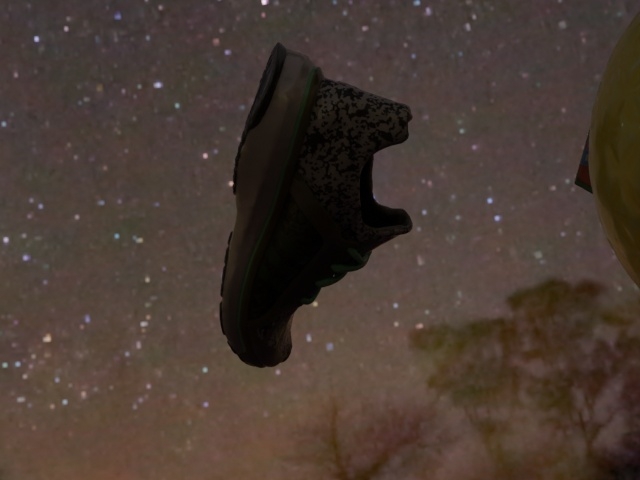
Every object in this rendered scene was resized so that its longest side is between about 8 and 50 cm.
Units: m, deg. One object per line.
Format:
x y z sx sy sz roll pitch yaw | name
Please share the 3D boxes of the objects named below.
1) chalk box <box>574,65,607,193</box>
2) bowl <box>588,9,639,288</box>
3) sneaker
0.463 -0.127 1.283 0.289 0.180 0.179 -17 -51 -34 | chalk box
0.287 -0.066 0.694 0.289 0.289 0.156 0 5 -24 | bowl
0.000 0.000 1.046 0.182 0.158 0.410 13 -47 4 | sneaker
